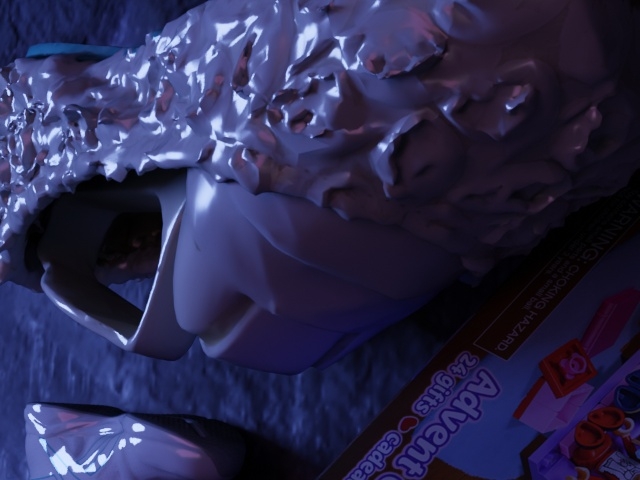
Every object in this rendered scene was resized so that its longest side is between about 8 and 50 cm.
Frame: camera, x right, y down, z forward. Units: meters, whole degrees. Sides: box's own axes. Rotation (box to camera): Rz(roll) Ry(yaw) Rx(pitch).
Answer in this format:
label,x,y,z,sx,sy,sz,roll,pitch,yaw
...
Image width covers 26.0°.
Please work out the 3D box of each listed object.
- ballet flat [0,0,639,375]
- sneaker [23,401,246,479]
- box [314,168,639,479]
label,x,y,z,sx,sy,sz,roll,pitch,yaw
ballet flat,-0.028,-0.014,0.533,0.409,0.147,0.147,2,73,59
sneaker,-0.091,0.112,0.672,0.152,0.053,0.061,-3,79,46
box,0.138,0.059,0.410,0.293,0.057,0.201,-45,45,-18
